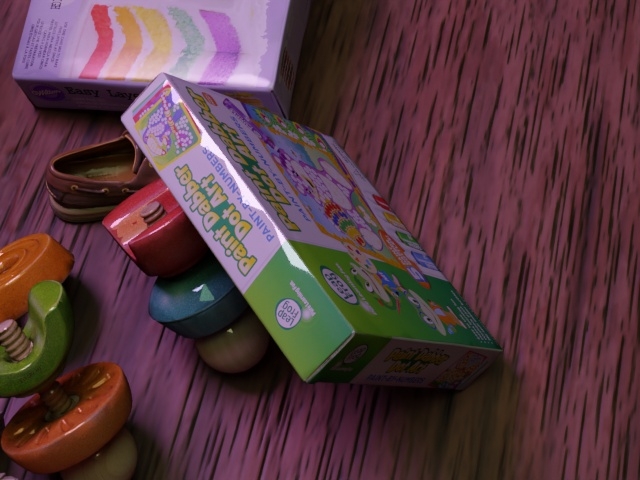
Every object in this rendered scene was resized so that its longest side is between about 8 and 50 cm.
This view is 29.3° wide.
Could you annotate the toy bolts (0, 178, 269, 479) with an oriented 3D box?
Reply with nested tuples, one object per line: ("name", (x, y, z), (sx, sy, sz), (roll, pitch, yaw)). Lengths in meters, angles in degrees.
("toy bolts", (-0.157, 0.071, 0.955), (0.228, 0.158, 0.218), (-34, 24, -8))

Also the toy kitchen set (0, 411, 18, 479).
("toy kitchen set", (-0.245, 0.178, 0.915), (0.068, 0.075, 0.083), (-6, 98, 10))

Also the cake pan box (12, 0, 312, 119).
("cake pan box", (-0.129, -0.241, 1.108), (0.246, 0.070, 0.266), (7, 70, 11))

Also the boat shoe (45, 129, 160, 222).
("boat shoe", (-0.147, -0.063, 1.046), (0.178, 0.060, 0.064), (-13, 60, -8))

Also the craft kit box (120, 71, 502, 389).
("craft kit box", (0.000, 0.000, 0.915), (0.061, 0.247, 0.250), (-47, 64, 20))
